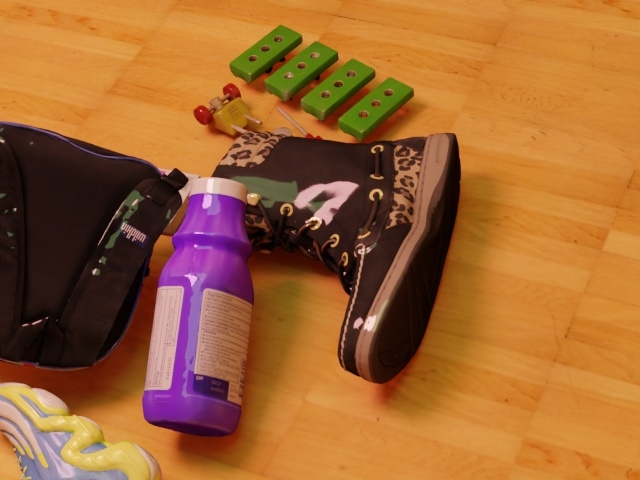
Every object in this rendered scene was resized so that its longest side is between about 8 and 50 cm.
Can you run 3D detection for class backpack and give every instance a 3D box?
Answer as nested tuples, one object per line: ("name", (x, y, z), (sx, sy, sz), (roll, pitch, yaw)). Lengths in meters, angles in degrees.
("backpack", (-0.324, 0.018, 1.577), (0.276, 0.213, 0.263), (15, 76, -18))

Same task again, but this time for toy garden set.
("toy garden set", (-0.030, -0.181, 1.851), (0.244, 0.049, 0.204), (31, 58, 31))

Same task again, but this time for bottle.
("bottle", (-0.130, 0.072, 1.523), (0.092, 0.118, 0.283), (-3, 74, 29))

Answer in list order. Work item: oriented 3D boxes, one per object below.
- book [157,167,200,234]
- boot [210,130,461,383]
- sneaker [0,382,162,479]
("book", (-0.241, -0.061, 1.788), (0.144, 0.035, 0.096), (11, 48, 18))
("boot", (0.000, 0.000, 1.618), (0.284, 0.138, 0.377), (7, 49, 16))
("sneaker", (-0.297, 0.244, 1.480), (0.240, 0.091, 0.126), (19, 55, 24))
